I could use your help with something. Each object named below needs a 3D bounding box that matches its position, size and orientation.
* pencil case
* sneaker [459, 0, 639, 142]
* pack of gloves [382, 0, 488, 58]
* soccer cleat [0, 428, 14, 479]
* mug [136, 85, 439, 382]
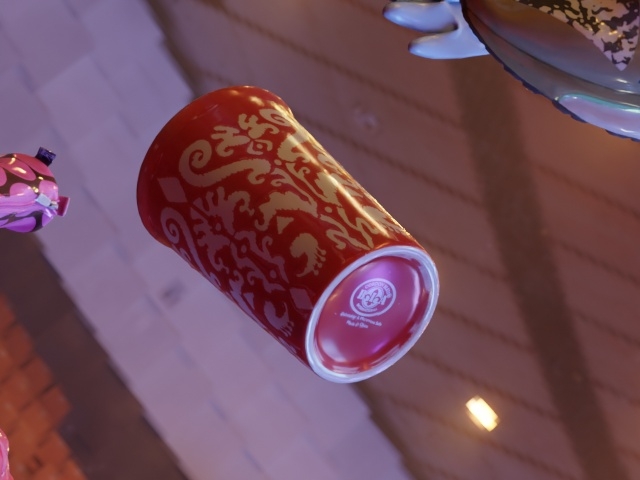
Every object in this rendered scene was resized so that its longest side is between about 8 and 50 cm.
[{"bbox_3d":[-0.335,-0.041,1.768,0.098,0.095,0.209,26,15,18],"label":"pencil case"},{"bbox_3d":[0.283,-0.162,1.025,0.158,0.410,0.182,-91,-175,-45],"label":"sneaker"},{"bbox_3d":[0.135,-0.216,1.281,0.046,0.232,0.195,173,-81,-67],"label":"pack of gloves"},{"bbox_3d":[-0.222,0.116,0.974,0.108,0.116,0.318,52,-20,13],"label":"soccer cleat"},{"bbox_3d":[-0.002,-0.007,1.055,0.169,0.150,0.113,43,-38,43],"label":"mug"}]
